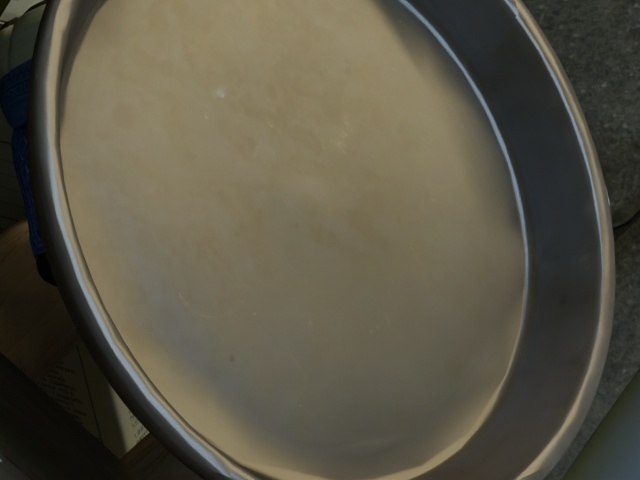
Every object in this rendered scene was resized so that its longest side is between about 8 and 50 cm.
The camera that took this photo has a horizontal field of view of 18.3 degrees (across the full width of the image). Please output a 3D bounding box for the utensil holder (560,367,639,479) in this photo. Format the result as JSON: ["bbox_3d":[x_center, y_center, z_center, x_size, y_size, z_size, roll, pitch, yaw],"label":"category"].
[{"bbox_3d":[0.255,0.259,1.184,0.327,0.385,0.327,29,15,-9],"label":"utensil holder"}]

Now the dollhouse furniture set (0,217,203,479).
[{"bbox_3d":[0.015,0.168,0.853,0.394,0.256,0.362,46,3,-23],"label":"dollhouse furniture set"}]

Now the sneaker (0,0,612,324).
[{"bbox_3d":[0.000,0.000,0.870,0.330,0.130,0.147,12,68,-37],"label":"sneaker"}]

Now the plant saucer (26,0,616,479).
[{"bbox_3d":[0.003,-0.018,0.765,0.278,0.278,0.041,45,-38,-17],"label":"plant saucer"}]

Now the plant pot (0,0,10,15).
[{"bbox_3d":[-0.254,-0.167,0.773,0.366,0.353,0.366,46,2,-2],"label":"plant pot"}]

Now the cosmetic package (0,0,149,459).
[{"bbox_3d":[-0.158,-0.032,1.044,0.160,0.113,0.309,17,-44,25],"label":"cosmetic package"}]
